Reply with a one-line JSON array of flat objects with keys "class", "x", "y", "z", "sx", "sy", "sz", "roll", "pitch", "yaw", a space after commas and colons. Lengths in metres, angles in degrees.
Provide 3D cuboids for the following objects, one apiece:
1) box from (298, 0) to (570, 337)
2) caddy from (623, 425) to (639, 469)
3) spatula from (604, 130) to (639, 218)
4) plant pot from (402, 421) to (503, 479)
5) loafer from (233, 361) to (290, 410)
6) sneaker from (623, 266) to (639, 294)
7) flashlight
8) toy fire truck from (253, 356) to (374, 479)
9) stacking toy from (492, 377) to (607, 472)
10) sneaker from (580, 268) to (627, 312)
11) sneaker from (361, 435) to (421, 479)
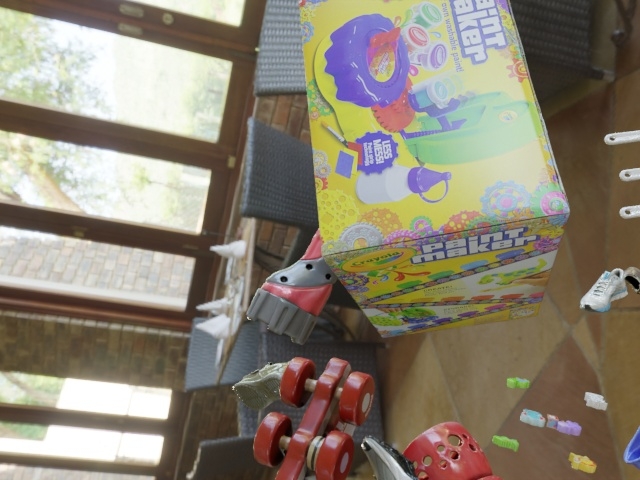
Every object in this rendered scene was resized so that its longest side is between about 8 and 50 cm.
[{"class": "box", "x": 0.106, "y": -0.084, "z": 0.570, "sx": 0.279, "sy": 0.177, "sz": 0.289, "roll": 56, "pitch": -154, "yaw": -63}, {"class": "caddy", "x": 1.163, "y": 0.648, "z": 1.897, "sx": 0.341, "sy": 0.179, "sz": 0.241, "roll": -53, "pitch": -19, "yaw": 22}, {"class": "spatula", "x": 0.546, "y": -0.110, "z": 0.825, "sx": 0.019, "sy": 0.242, "sz": 0.168, "roll": 53, "pitch": -148, "yaw": -67}, {"class": "plant pot", "x": 0.283, "y": 0.520, "z": 1.236, "sx": 0.174, "sy": 0.191, "sz": 0.191, "roll": 51, "pitch": 133, "yaw": 49}, {"class": "loafer", "x": -0.138, "y": 0.379, "z": 1.514, "sx": 0.251, "sy": 0.094, "sz": 0.087, "roll": -27, "pitch": 10, "yaw": 45}, {"class": "sneaker", "x": 1.060, "y": 0.166, "z": 1.860, "sx": 0.188, "sy": 0.071, "sz": 0.066, "roll": 44, "pitch": 143, "yaw": 31}, {"class": "flashlight", "x": 0.000, "y": 0.000, "z": 0.856, "sx": 0.304, "sy": 0.103, "sz": 0.103, "roll": -64, "pitch": -32, "yaw": -10}, {"class": "toy fire truck", "x": 0.008, "y": 0.397, "z": 1.155, "sx": 0.302, "sy": 0.169, "sz": 0.254, "roll": -63, "pitch": -31, "yaw": -34}, {"class": "stacking toy", "x": 0.514, "y": 0.411, "z": 1.288, "sx": 0.052, "sy": 0.221, "sz": 0.166, "roll": -22, "pitch": -58, "yaw": -74}, {"class": "sneaker", "x": 0.739, "y": 0.125, "z": 1.501, "sx": 0.071, "sy": 0.191, "sz": 0.082, "roll": 14, "pitch": 119, "yaw": 46}, {"class": "sneaker", "x": 0.145, "y": 0.486, "z": 1.137, "sx": 0.108, "sy": 0.100, "sz": 0.271, "roll": -53, "pitch": 28, "yaw": 0}]
